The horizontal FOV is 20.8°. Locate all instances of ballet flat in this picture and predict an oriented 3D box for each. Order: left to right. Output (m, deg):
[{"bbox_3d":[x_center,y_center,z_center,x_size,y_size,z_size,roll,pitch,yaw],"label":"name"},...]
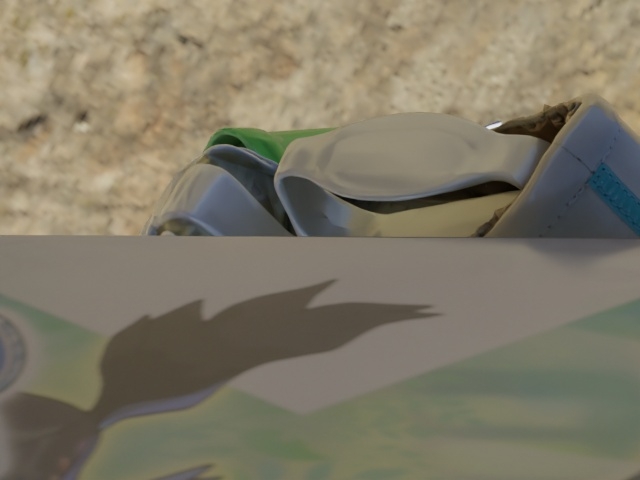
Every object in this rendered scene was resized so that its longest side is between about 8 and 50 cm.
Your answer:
[{"bbox_3d":[0.000,0.000,0.520,0.086,0.248,0.086,8,79,-44],"label":"ballet flat"}]

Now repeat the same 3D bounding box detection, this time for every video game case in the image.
[{"bbox_3d":[-0.008,0.075,0.275,0.329,0.300,0.036,-82,172,-67],"label":"video game case"}]

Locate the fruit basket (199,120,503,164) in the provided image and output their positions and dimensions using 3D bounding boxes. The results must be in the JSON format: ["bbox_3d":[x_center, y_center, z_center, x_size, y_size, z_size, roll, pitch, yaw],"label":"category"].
[{"bbox_3d":[-0.084,0.094,0.873,0.353,0.165,0.327,-34,166,-42],"label":"fruit basket"}]
